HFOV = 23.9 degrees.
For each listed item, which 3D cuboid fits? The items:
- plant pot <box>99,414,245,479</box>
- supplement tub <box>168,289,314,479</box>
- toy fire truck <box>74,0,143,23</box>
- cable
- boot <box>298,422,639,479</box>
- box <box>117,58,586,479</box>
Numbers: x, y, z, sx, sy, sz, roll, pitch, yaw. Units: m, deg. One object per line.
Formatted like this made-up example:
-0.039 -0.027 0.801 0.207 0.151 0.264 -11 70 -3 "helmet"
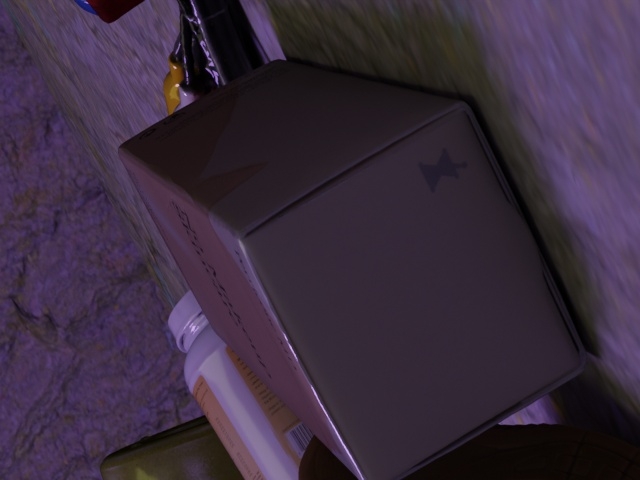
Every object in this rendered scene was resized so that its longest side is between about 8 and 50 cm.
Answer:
-0.020 0.307 1.289 0.366 0.367 0.353 147 104 -80 "plant pot"
-0.011 0.113 1.122 0.199 0.144 0.144 56 170 18 "supplement tub"
-0.176 -0.246 0.856 0.302 0.169 0.254 56 179 23 "toy fire truck"
-0.083 -0.125 0.986 0.139 0.072 0.287 53 168 41 "cable"
0.131 0.178 0.749 0.262 0.095 0.203 11 151 46 "boot"
0.000 0.000 0.801 0.148 0.121 0.311 63 170 -16 "box"
